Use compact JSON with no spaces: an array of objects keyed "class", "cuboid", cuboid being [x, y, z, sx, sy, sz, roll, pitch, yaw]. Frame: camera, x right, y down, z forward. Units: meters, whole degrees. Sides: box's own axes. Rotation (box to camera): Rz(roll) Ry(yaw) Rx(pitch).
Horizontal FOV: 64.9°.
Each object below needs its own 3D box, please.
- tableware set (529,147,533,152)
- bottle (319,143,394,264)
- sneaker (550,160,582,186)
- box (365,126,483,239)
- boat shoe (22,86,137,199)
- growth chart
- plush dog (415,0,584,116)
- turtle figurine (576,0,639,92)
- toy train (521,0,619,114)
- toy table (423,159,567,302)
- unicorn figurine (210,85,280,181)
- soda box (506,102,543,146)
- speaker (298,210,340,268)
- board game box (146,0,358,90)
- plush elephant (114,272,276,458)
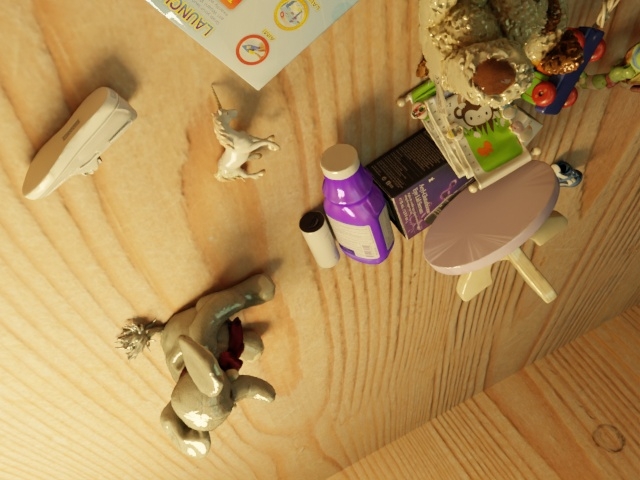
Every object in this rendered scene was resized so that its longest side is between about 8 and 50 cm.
[{"class":"tableware set","cuboid":[0.419,-0.127,1.138,0.194,0.039,0.128,-48,158,-43]},{"class":"bottle","cuboid":[0.066,-0.063,0.957,0.092,0.118,0.283,-58,149,-23]},{"class":"sneaker","cuboid":[0.642,-0.175,1.314,0.144,0.053,0.059,-9,134,-31]},{"class":"box","cuboid":[0.215,-0.127,1.005,0.207,0.108,0.153,-34,142,1]},{"class":"boat shoe","cuboid":[-0.317,-0.119,0.666,0.184,0.066,0.063,-49,140,4]},{"class":"growth chart","cuboid":[0.273,-0.209,0.906,0.172,0.237,0.021,-39,-177,0]},{"class":"plush dog","cuboid":[0.273,-0.326,0.772,0.225,0.263,0.210,-19,175,-4]},{"class":"turtle figurine","cuboid":[0.600,-0.397,1.001,0.266,0.274,0.198,-17,121,-52]},{"class":"toy train","cuboid":[0.415,-0.361,0.879,0.105,0.143,0.248,-10,132,-40]},{"class":"toy table","cuboid":[0.349,-0.005,0.968,0.274,0.252,0.161,-32,129,18]},{"class":"unicorn figurine","cuboid":[-0.124,-0.144,0.775,0.111,0.060,0.162,-4,133,-34]},{"class":"soda box","cuboid":[0.370,-0.186,1.087,0.073,0.069,0.216,8,126,-42]},{"class":"speaker","cuboid":[0.000,0.000,1.028,0.055,0.055,0.136,-31,143,-4]},{"class":"board game box","cuboid":[-0.066,-0.356,0.519,0.301,0.086,0.308,-35,145,20]},{"class":"plush elephant","cuboid":[-0.206,0.251,0.984,0.329,0.255,0.272,-6,135,-32]}]
